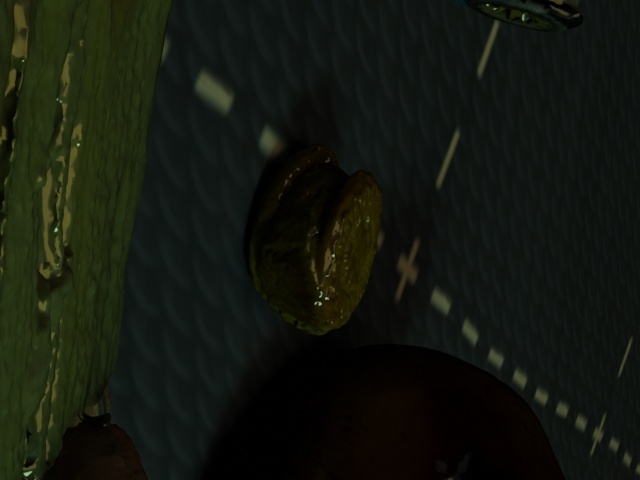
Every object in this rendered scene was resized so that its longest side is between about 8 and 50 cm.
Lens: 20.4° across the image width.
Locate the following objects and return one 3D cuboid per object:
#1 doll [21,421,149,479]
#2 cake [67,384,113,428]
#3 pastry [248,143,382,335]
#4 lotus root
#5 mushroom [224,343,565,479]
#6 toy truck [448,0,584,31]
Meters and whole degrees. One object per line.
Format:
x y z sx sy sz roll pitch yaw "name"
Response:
-0.104 0.211 0.727 0.156 0.201 0.303 141 -54 -62 "doll"
-0.133 0.113 0.861 0.052 0.065 0.121 49 38 -63 "cake"
0.000 0.000 1.040 0.097 0.057 0.109 0 106 -67 "pastry"
-0.140 -0.046 0.548 0.267 0.149 0.260 -71 168 -74 "lotus root"
0.033 0.211 1.109 0.254 0.267 0.267 -43 163 17 "mushroom"
0.040 -0.204 0.848 0.367 0.175 0.146 23 83 -67 "toy truck"
